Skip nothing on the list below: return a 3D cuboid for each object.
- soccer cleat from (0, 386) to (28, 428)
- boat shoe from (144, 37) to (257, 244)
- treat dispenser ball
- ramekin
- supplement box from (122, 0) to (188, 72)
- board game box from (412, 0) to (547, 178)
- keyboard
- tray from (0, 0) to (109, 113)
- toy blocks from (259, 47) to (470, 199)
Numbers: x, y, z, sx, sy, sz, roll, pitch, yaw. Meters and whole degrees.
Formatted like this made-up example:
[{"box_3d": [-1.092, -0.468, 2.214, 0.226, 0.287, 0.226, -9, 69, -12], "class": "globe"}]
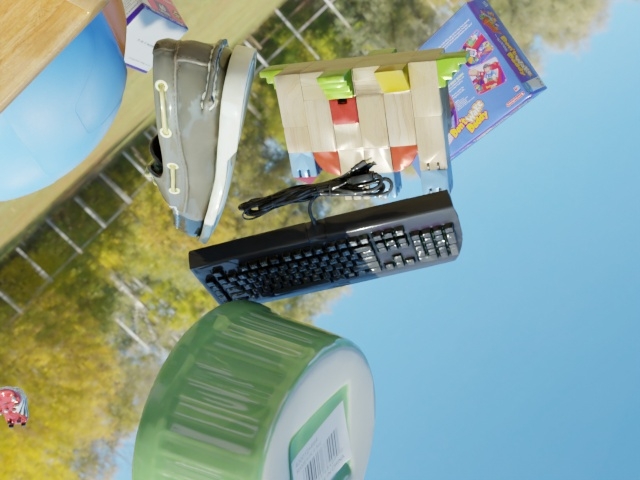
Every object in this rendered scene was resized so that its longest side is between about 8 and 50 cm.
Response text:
[{"box_3d": [-0.312, 0.160, 0.767, 0.083, 0.029, 0.036, 100, -18, -55], "class": "soccer cleat"}, {"box_3d": [-0.132, -0.095, 0.790, 0.305, 0.091, 0.109, 115, -14, -59], "class": "boat shoe"}, {"box_3d": [-0.314, -0.175, 0.660, 0.288, 0.288, 0.288, -40, -165, 13], "class": "treat dispenser ball"}, {"box_3d": [-0.057, 0.230, 0.875, 0.148, 0.303, 0.303, 9, -135, 29], "class": "ramekin"}, {"box_3d": [-0.326, -0.398, 1.222, 0.114, 0.220, 0.111, -39, 161, 20], "class": "supplement box"}, {"box_3d": [0.287, -0.323, 1.667, 0.078, 0.233, 0.347, -28, 173, -42], "class": "board game box"}, {"box_3d": [0.000, 0.000, 0.877, 0.317, 0.201, 0.033, -14, -132, 11], "class": "keyboard"}, {"box_3d": [-0.311, -0.027, 0.416, 0.411, 0.076, 0.203, -43, -174, 6], "class": "tray"}, {"box_3d": [0.087, -0.193, 1.371, 0.381, 0.261, 0.191, -1, -155, 19], "class": "toy blocks"}]
